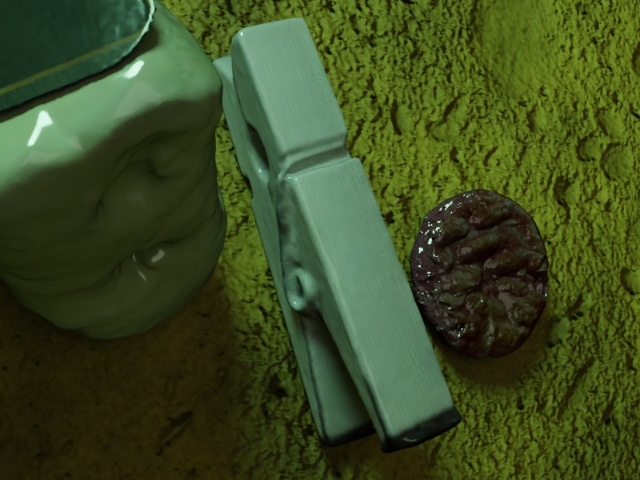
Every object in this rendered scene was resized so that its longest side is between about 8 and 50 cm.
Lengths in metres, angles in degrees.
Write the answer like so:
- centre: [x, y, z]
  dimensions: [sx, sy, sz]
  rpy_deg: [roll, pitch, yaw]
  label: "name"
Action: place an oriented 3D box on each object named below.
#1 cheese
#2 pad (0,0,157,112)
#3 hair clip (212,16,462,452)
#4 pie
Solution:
- centre: [-0.170, -0.066, 0.536]
  dimensions: [0.174, 0.251, 0.248]
  rpy_deg: [-33, 61, -13]
  label: "cheese"
- centre: [-0.282, -0.201, 0.432]
  dimensions: [0.315, 0.063, 0.375]
  rpy_deg: [-24, 66, -2]
  label: "pad"
- centre: [0.004, -0.002, 0.635]
  dimensions: [0.085, 0.101, 0.330]
  rpy_deg: [-17, 88, -23]
  label: "hair clip"
- centre: [0.147, 0.029, 0.730]
  dimensions: [0.154, 0.036, 0.154]
  rpy_deg: [3, 83, -25]
  label: "pie"
